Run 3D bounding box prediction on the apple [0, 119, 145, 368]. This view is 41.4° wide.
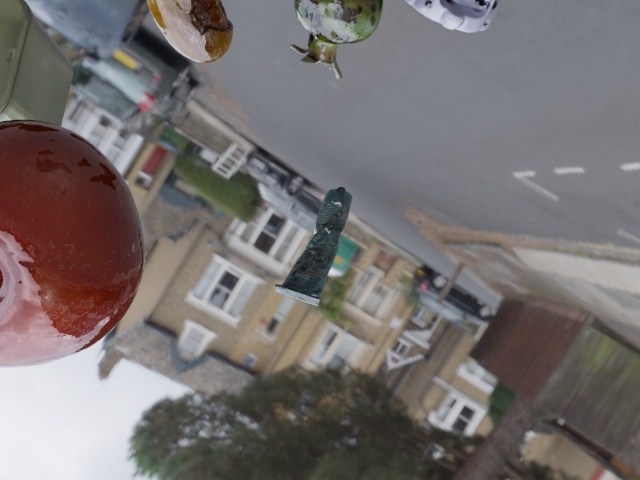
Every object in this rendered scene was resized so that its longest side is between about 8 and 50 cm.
[{"bbox_3d":[-0.321,0.007,0.884,0.260,0.260,0.216,32,-161,-4],"label":"apple"}]

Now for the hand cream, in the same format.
[{"bbox_3d":[-0.001,0.000,1.479,0.075,0.247,0.052,1,139,30],"label":"hand cream"}]

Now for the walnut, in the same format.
[{"bbox_3d":[-0.220,-0.383,1.405,0.116,0.116,0.207,32,162,49],"label":"walnut"}]

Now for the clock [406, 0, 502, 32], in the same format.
[{"bbox_3d":[0.257,-0.493,1.384,0.189,0.254,0.188,16,-138,-15],"label":"clock"}]

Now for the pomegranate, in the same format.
[{"bbox_3d":[0.020,-0.364,1.359,0.149,0.169,0.148,26,-141,-23],"label":"pomegranate"}]

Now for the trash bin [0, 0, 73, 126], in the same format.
[{"bbox_3d":[-0.553,-0.292,1.536,0.121,0.243,0.247,8,170,6],"label":"trash bin"}]
